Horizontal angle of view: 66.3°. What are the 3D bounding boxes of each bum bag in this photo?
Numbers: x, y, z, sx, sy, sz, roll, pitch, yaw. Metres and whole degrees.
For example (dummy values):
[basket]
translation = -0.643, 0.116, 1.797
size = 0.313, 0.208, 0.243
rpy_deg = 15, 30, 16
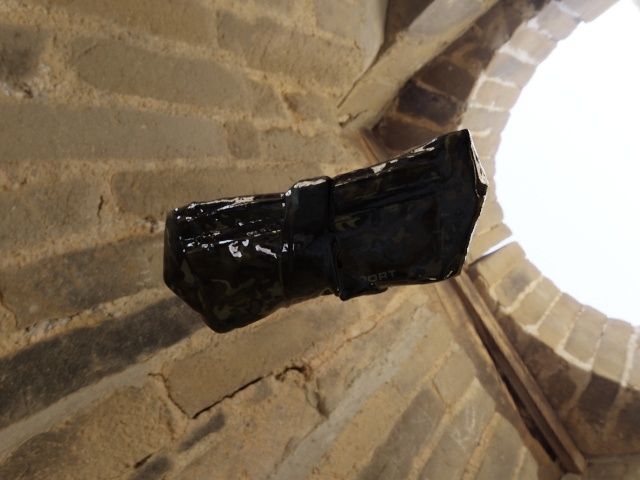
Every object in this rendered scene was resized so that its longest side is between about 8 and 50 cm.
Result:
[bum bag]
translation = 0.000, 0.001, 0.359
size = 0.069, 0.247, 0.102
rpy_deg = -8, -96, -77
